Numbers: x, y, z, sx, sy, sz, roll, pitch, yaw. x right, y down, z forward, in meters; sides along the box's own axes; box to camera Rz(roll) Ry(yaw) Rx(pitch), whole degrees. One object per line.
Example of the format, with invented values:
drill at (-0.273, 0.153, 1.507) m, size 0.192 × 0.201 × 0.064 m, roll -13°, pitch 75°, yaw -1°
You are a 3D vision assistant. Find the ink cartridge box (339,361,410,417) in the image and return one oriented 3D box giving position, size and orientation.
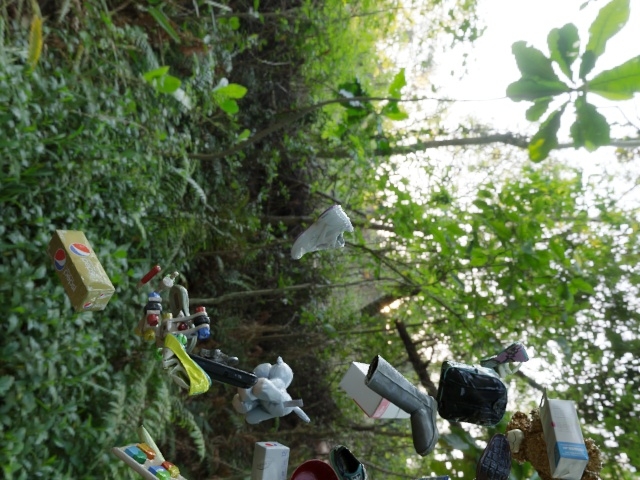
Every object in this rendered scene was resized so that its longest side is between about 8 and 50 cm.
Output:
ink cartridge box at (0.248, 0.614, 1.859) m, size 0.207 × 0.283 × 0.117 m, roll 36°, pitch -81°, yaw 45°

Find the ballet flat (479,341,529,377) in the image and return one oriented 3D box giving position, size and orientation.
ballet flat at (0.572, 0.384, 1.427) m, size 0.222 × 0.076 × 0.079 m, roll 115°, pitch -41°, yaw -58°

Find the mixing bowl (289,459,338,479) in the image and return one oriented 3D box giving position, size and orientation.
mixing bowl at (-0.036, 0.828, 1.523) m, size 0.098 × 0.181 × 0.182 m, roll 136°, pitch -47°, yaw -60°

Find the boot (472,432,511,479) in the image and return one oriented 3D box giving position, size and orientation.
boot at (0.403, 0.588, 1.130) m, size 0.106 × 0.082 × 0.219 m, roll 108°, pitch 8°, yaw -64°

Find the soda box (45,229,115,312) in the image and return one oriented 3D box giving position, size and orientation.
soda box at (-0.493, 0.060, 0.934) m, size 0.181 × 0.061 × 0.058 m, roll 48°, pitch 22°, yaw 25°

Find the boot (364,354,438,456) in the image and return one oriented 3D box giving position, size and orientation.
boot at (0.203, 0.414, 1.158) m, size 0.208 × 0.076 × 0.190 m, roll 42°, pitch 28°, yaw -12°

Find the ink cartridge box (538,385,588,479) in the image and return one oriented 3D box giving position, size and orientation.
ink cartridge box at (0.575, 0.455, 1.089) m, size 0.181 × 0.061 × 0.104 m, roll -75°, pitch 160°, yaw -48°

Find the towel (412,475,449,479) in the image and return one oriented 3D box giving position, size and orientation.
towel at (0.349, 0.915, 1.551) m, size 0.285 × 0.034 × 0.209 m, roll 117°, pitch -1°, yaw -56°

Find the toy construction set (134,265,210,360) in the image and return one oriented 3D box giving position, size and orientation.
toy construction set at (-0.567, 0.277, 1.596) m, size 0.257 × 0.237 × 0.309 m, roll -2°, pitch 60°, yaw -60°

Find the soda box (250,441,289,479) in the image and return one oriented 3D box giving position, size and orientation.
soda box at (-0.178, 0.829, 1.513) m, size 0.098 × 0.091 × 0.287 m, roll -15°, pitch -115°, yaw 57°

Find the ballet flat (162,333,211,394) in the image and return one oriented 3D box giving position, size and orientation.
ballet flat at (-0.402, 0.352, 1.296) m, size 0.231 × 0.077 × 0.077 m, roll 38°, pitch -51°, yaw 30°

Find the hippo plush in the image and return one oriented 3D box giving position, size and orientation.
hippo plush at (-0.201, 0.580, 1.860) m, size 0.237 × 0.293 × 0.235 m, roll -83°, pitch 160°, yaw -55°

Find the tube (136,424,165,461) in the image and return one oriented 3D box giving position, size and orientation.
tube at (-0.720, 0.906, 1.948) m, size 0.240 × 0.070 × 0.062 m, roll 58°, pitch 2°, yaw 10°

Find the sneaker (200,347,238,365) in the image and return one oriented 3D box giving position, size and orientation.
sneaker at (-0.477, 0.547, 2.155) m, size 0.089 × 0.170 × 0.051 m, roll 60°, pitch -40°, yaw 47°

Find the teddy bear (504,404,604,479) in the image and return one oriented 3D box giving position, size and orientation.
teddy bear at (0.663, 0.618, 1.324) m, size 0.338 × 0.113 × 0.245 m, roll 33°, pitch -48°, yaw 59°

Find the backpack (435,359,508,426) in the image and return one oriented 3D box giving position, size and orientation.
backpack at (0.435, 0.440, 1.318) m, size 0.144 × 0.188 × 0.166 m, roll 7°, pitch 92°, yaw -77°

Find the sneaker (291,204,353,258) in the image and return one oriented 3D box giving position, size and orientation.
sneaker at (0.000, 0.000, 1.812) m, size 0.152 × 0.305 × 0.114 m, roll 50°, pitch 30°, yaw 3°

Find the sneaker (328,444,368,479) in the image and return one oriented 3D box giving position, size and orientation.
sneaker at (0.131, 0.907, 1.691) m, size 0.302 × 0.108 × 0.121 m, roll 54°, pitch -27°, yaw 25°

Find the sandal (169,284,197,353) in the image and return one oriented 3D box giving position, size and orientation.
sandal at (-0.584, 0.323, 1.852) m, size 0.086 × 0.120 × 0.303 m, roll 19°, pitch 44°, yaw -55°

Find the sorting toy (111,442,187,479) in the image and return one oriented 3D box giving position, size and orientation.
sorting toy at (-0.478, 0.637, 1.299) m, size 0.038 × 0.192 × 0.208 m, roll -56°, pitch 168°, yaw -19°

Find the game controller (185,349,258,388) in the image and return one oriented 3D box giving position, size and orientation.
game controller at (-0.380, 0.450, 1.604) m, size 0.166 × 0.319 × 0.067 m, roll -15°, pitch -128°, yaw 60°
